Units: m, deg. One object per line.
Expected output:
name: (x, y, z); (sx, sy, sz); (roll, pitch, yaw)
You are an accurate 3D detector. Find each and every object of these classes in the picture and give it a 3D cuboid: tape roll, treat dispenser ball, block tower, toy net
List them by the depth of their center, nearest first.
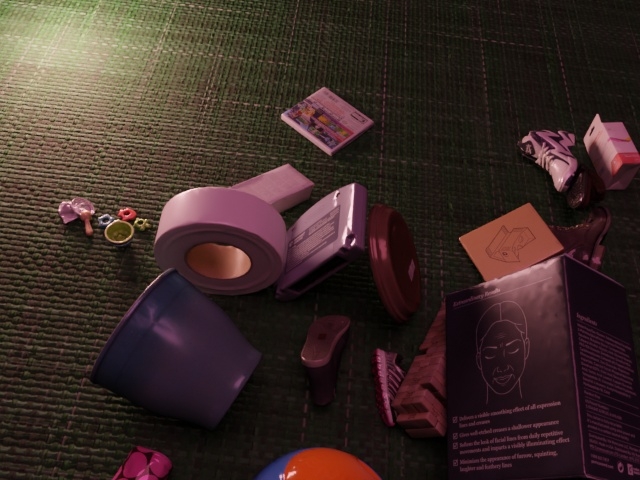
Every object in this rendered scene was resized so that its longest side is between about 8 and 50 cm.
treat dispenser ball: (-0.005, 0.501, 1.111); (0.289, 0.288, 0.288); (3, 54, -4)
block tower: (0.269, 0.257, 1.409); (0.091, 0.097, 0.335); (47, 51, -17)
tape roll: (-0.220, 0.009, 1.452); (0.287, 0.286, 0.100); (4, 54, -3)
toy net: (-0.542, -0.062, 1.615); (0.232, 0.045, 0.122); (26, 56, 13)

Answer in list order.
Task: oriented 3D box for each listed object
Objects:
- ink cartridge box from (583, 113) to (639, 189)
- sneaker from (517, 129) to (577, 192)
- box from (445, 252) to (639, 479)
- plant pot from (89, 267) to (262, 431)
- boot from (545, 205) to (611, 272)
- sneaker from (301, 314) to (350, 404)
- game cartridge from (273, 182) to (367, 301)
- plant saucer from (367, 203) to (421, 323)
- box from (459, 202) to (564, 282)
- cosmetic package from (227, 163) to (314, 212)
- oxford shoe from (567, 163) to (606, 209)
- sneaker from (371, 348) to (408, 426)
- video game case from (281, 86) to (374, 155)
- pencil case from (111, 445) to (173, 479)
ink cartridge box: (0.822, -0.253, 1.851); (0.067, 0.115, 0.198); (-3, 55, -7)
sneaker: (0.625, -0.232, 1.831); (0.153, 0.094, 0.234); (13, 54, 5)
box: (0.415, 0.273, 1.249); (0.212, 0.294, 0.395); (23, 58, -31)
plant pot: (-0.268, 0.237, 1.306); (0.255, 0.271, 0.271); (34, 57, 1)
boot: (0.611, -0.022, 1.683); (0.229, 0.091, 0.263); (16, 47, 16)
sneaker: (0.012, 0.254, 1.432); (0.083, 0.118, 0.222); (2, 23, 19)
game cartridge: (0.000, 0.000, 1.493); (0.062, 0.297, 0.198); (31, 48, -24)
plant saucer: (0.173, 0.048, 1.478); (0.041, 0.278, 0.277); (-13, 51, 22)
box: (0.472, 0.012, 1.627); (0.201, 0.021, 0.164); (-27, 53, 3)
cosmetic package: (-0.132, -0.113, 1.647); (0.099, 0.060, 0.239); (38, 41, 22)
oxford shoe: (0.718, -0.135, 1.746); (0.096, 0.082, 0.227); (32, 37, 9)
sneaker: (0.158, 0.312, 1.403); (0.075, 0.063, 0.170); (1, 56, -10)
video game case: (0.021, -0.347, 1.896); (0.201, 0.023, 0.183); (40, 60, 20)
pencil case: (-0.366, 0.485, 1.211); (0.098, 0.095, 0.209); (11, 49, 28)
